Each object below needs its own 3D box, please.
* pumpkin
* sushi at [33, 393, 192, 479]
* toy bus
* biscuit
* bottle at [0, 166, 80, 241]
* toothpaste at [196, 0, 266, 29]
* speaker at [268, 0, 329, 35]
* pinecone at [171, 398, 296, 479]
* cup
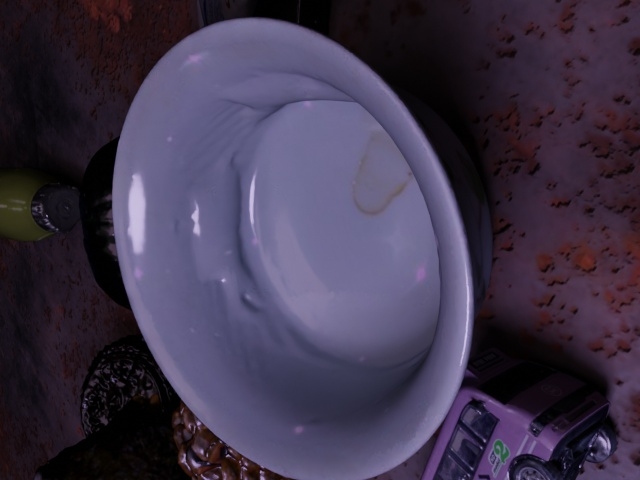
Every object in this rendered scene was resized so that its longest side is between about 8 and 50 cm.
[{"bbox_3d":[-0.173,-0.022,0.710,0.140,0.202,0.202,-9,93,0],"label":"pumpkin"},{"bbox_3d":[-0.173,0.361,0.751,0.349,0.207,0.234,54,141,9],"label":"sushi"},{"bbox_3d":[0.138,0.186,0.516,0.108,0.096,0.199,36,124,38],"label":"toy bus"},{"bbox_3d":[-0.245,0.221,0.886,0.194,0.053,0.195,1,92,29],"label":"biscuit"},{"bbox_3d":[-0.444,-0.054,1.000,0.260,0.112,0.112,6,103,43],"label":"bottle"},{"bbox_3d":[-0.079,-0.237,0.623,0.266,0.061,0.096,159,102,-66],"label":"toothpaste"},{"bbox_3d":[-0.022,-0.205,0.621,0.046,0.040,0.191,17,110,41],"label":"speaker"},{"bbox_3d":[-0.078,0.188,0.674,0.173,0.173,0.174,11,106,42],"label":"pinecone"},{"bbox_3d":[0.000,0.000,0.548,0.347,0.163,0.347,13,111,37],"label":"cup"}]
